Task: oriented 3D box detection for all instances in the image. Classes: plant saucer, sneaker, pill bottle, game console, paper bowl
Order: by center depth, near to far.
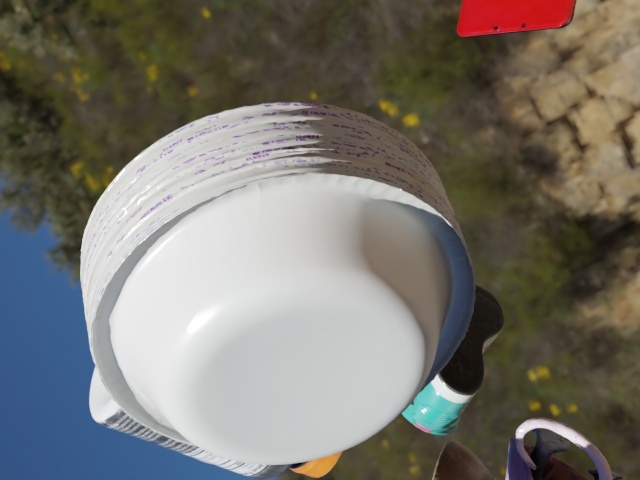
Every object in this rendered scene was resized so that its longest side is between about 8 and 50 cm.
[{"bbox_3d":[-0.026,0.051,1.049,0.148,0.284,0.284,-108,-10,-47],"label":"paper bowl"},{"bbox_3d":[0.127,0.271,1.245,0.198,0.036,0.198,0,-90,-73],"label":"plant saucer"},{"bbox_3d":[-0.092,0.157,1.428,0.245,0.130,0.130,24,-156,-24],"label":"pill bottle"},{"bbox_3d":[0.241,-0.278,1.633,0.124,0.144,0.085,-14,-78,-54],"label":"game console"},{"bbox_3d":[0.200,0.206,2.311,0.124,0.178,0.295,32,-145,-2],"label":"sneaker"}]

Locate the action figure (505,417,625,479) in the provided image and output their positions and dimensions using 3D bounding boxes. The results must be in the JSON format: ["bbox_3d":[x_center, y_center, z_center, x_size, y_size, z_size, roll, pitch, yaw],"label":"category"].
[{"bbox_3d":[0.251,0.425,1.730,0.248,0.370,0.276,31,168,11],"label":"action figure"}]
